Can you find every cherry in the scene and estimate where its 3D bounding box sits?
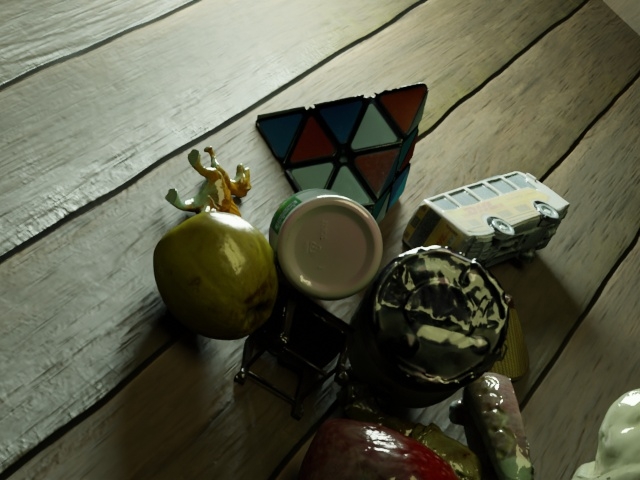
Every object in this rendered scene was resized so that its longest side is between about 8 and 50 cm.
[{"bbox_3d":[0.064,0.301,1.796,0.249,0.192,0.175,55,-2,32],"label":"cherry"}]

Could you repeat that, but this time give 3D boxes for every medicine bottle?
[{"bbox_3d":[0.000,0.000,2.048,0.133,0.133,0.274,38,-1,-7],"label":"medicine bottle"}]

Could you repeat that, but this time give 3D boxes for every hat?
[{"bbox_3d":[0.258,0.111,2.339,0.193,0.082,0.193,29,35,-22],"label":"hat"}]

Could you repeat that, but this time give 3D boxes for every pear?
[{"bbox_3d":[-0.126,0.042,1.932,0.162,0.149,0.149,50,32,19],"label":"pear"}]

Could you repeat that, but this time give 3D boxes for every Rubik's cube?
[{"bbox_3d":[0.014,-0.136,2.381,0.234,0.284,0.250,24,3,10],"label":"Rubik's cube"}]

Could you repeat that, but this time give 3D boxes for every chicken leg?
[{"bbox_3d":[0.107,0.259,1.986,0.228,0.088,0.103,38,48,-7],"label":"chicken leg"}]

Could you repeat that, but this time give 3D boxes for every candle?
[{"bbox_3d":[0.130,0.127,2.069,0.187,0.330,0.187,2,75,-7],"label":"candle"}]

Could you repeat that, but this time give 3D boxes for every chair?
[{"bbox_3d":[-0.026,0.105,2.007,0.106,0.113,0.229,34,35,-17],"label":"chair"}]

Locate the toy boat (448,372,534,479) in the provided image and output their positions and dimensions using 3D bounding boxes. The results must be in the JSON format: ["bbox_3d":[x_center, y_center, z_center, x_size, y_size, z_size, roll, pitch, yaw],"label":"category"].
[{"bbox_3d":[0.220,0.269,2.063,0.085,0.155,0.227,-8,39,-1],"label":"toy boat"}]

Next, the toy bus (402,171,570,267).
[{"bbox_3d":[0.268,-0.025,2.499,0.138,0.097,0.342,39,29,21],"label":"toy bus"}]

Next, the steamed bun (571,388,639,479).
[{"bbox_3d":[0.486,0.379,2.058,0.339,0.352,0.247,29,54,5],"label":"steamed bun"}]

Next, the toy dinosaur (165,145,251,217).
[{"bbox_3d":[-0.144,-0.045,2.127,0.142,0.057,0.212,41,37,-41],"label":"toy dinosaur"}]
